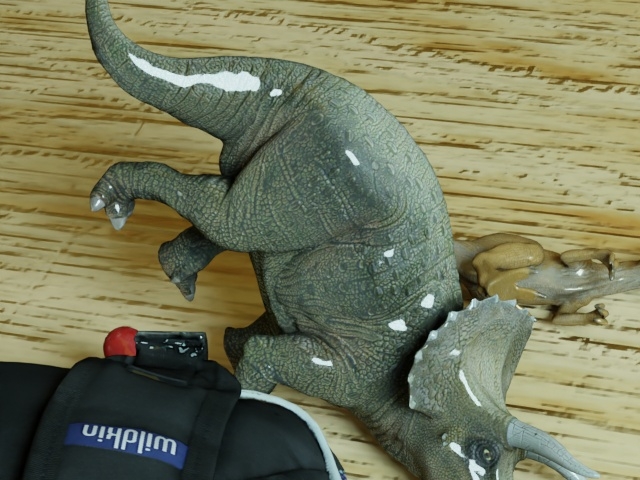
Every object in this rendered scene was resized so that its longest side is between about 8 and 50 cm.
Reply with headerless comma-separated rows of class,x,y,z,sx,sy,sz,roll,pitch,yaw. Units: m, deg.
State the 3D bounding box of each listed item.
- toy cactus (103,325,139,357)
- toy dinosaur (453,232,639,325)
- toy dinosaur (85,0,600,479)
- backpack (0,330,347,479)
toy cactus,-0.120,0.130,0.712,0.180,0.112,0.219,36,48,29
toy dinosaur,0.084,0.015,0.842,0.211,0.064,0.112,13,26,11
toy dinosaur,0.000,0.000,0.754,0.160,0.313,0.121,-24,6,15
backpack,-0.098,0.141,0.450,0.225,0.191,0.253,6,12,-5
